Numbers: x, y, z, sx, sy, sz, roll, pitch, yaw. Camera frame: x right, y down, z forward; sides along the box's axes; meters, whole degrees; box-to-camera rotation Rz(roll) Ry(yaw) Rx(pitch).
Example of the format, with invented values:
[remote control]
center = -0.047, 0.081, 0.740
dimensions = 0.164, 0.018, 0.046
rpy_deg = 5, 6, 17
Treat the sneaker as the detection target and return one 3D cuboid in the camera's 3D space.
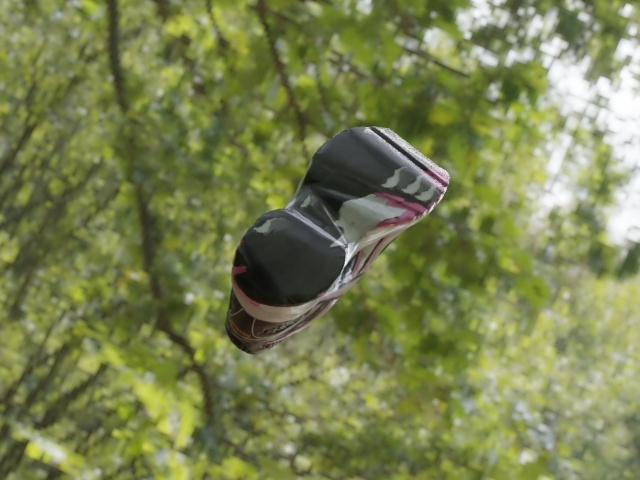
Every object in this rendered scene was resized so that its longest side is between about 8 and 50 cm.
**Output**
[sneaker]
center = 0.000, 0.000, 0.851
dimensions = 0.072, 0.178, 0.077
rpy_deg = 43, -42, 13
